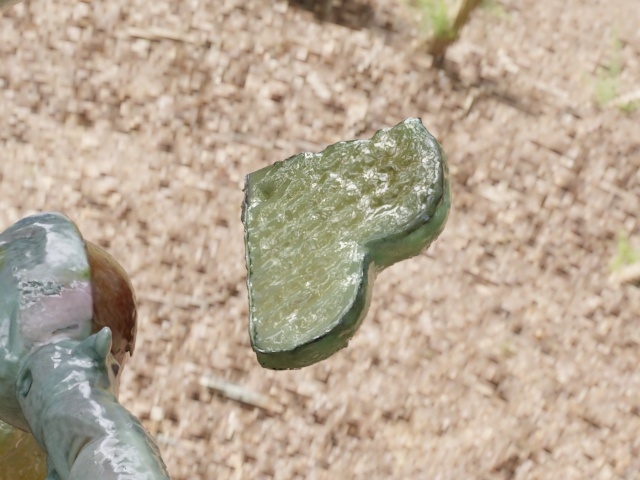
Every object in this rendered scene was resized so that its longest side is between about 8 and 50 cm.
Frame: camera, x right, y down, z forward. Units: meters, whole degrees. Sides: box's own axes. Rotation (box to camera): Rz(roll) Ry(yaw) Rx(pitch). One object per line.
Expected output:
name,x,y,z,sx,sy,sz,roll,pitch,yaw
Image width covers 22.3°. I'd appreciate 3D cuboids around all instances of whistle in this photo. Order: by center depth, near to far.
whistle,-0.170,0.090,1.088,0.134,0.142,0.346,40,5,-37

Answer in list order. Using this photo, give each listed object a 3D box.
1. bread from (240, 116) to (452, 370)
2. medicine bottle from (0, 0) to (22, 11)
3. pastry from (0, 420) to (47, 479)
bread,0.000,0.000,1.254,0.172,0.064,0.232,24,67,33
medicine bottle,-0.197,-0.348,1.390,0.332,0.190,0.190,-32,60,-8
pastry,-0.262,0.202,1.372,0.121,0.258,0.089,-19,58,1
